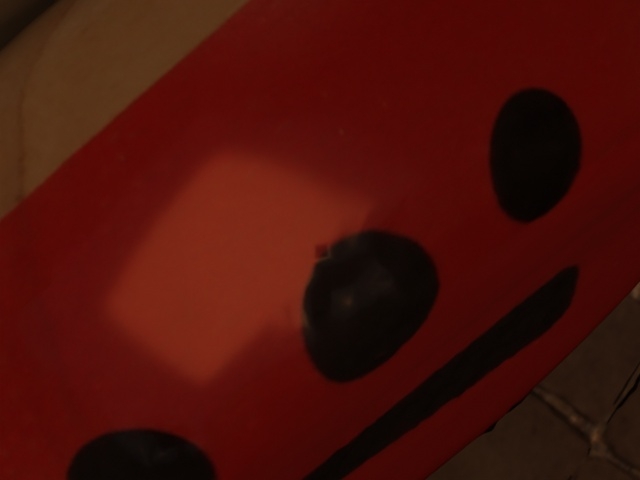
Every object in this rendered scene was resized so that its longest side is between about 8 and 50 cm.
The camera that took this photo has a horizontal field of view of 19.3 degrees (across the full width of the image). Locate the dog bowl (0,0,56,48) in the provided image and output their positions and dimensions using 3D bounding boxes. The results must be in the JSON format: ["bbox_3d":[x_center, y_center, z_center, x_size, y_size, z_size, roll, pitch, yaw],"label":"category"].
[{"bbox_3d":[-0.150,-0.224,0.551,0.408,0.150,0.408,-31,150,-21],"label":"dog bowl"}]

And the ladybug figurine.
[{"bbox_3d":[0.000,0.000,0.727,0.449,0.162,0.305,-37,153,-20],"label":"ladybug figurine"}]
